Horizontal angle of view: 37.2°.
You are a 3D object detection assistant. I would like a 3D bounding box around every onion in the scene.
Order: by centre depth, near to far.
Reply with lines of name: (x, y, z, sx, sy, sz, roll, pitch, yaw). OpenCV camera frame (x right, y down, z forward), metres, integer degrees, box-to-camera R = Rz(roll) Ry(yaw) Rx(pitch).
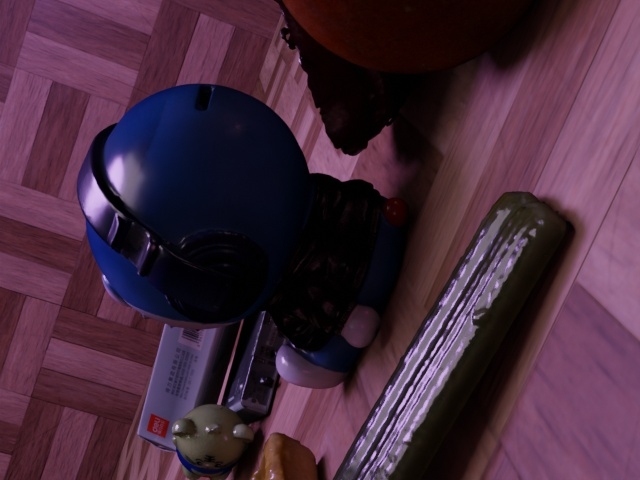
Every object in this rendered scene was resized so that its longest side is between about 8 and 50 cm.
onion: (0.051, -0.229, 0.988, 0.314, 0.146, 0.280, 58, -155, -57)

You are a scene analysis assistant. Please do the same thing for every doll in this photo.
doll: (-0.081, -0.016, 0.916, 0.284, 0.310, 0.240, -93, 26, -60)

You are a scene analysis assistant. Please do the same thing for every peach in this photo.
peach: (0.072, -0.271, 0.779, 0.252, 0.252, 0.252, -161, 90, -78)

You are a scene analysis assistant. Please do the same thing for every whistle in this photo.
whistle: (-0.151, 0.277, 1.281, 0.227, 0.105, 0.085, 114, 162, -64)

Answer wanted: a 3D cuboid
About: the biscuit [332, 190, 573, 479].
biscuit: (0.066, 0.111, 0.650, 0.322, 0.038, 0.099, -61, 10, 12)

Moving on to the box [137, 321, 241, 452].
box: (-0.179, 0.162, 1.375, 0.135, 0.079, 0.269, -46, -25, -69)

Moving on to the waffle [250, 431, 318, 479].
waffle: (-0.067, 0.341, 0.916, 0.168, 0.057, 0.274, -99, 30, -65)

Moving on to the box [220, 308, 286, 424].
box: (-0.080, 0.120, 1.338, 0.211, 0.045, 0.270, 136, 151, -68)
